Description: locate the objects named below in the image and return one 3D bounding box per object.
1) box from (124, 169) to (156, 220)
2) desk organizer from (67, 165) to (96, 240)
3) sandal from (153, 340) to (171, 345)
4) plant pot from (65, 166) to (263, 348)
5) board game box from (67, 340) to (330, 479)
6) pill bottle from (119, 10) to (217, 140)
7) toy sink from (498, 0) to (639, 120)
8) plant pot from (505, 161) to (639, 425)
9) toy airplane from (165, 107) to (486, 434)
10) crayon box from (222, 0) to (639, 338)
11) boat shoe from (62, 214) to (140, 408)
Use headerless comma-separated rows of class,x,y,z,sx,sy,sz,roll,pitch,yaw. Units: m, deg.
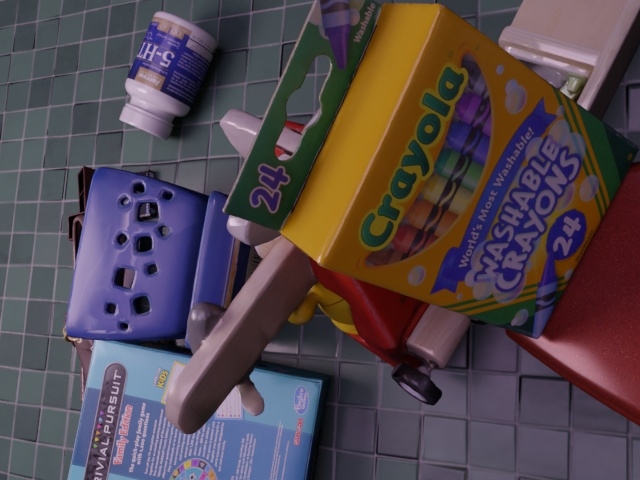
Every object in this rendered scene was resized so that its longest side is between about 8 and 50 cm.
box,-0.318,-0.076,1.056,0.067,0.018,0.083,-8,79,22
desk organizer,-0.414,-0.062,1.077,0.047,0.050,0.130,-12,78,21
sandal,-0.268,0.238,0.967,0.049,0.072,0.180,-23,74,51
plant pot,-0.188,0.036,0.872,0.212,0.236,0.235,7,85,17
board game box,-0.174,0.288,0.865,0.336,0.079,0.253,9,85,10
pill bottle,-0.256,-0.268,1.008,0.112,0.112,0.186,24,92,25
toy sink,0.306,-0.244,0.739,0.131,0.153,0.234,27,94,25
plant pot,0.352,0.055,0.628,0.236,0.267,0.267,18,90,38
toy airplane,0.000,0.000,0.692,0.273,0.386,0.384,18,109,49
crayon box,0.109,-0.052,0.513,0.083,0.323,0.203,36,104,57
boat shoe,-0.363,0.118,0.983,0.117,0.097,0.324,-9,75,52
